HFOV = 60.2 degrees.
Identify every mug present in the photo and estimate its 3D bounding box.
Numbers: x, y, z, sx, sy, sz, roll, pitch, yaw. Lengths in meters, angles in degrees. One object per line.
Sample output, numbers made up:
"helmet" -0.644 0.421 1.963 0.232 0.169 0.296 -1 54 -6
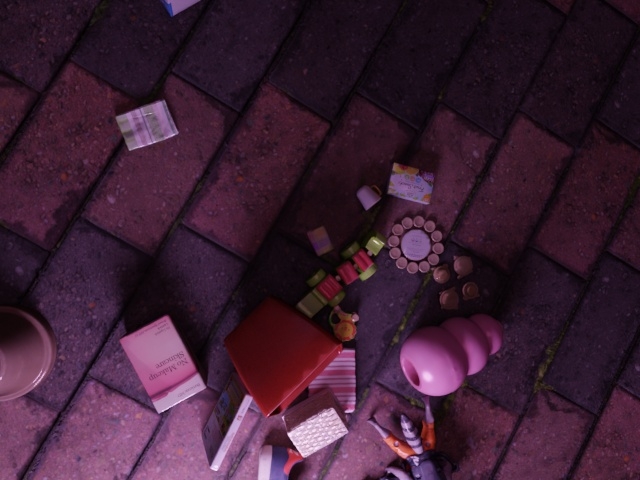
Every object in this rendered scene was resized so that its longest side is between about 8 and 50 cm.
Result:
"mug" 0.147 -0.137 1.703 0.062 0.078 0.064 -42 86 24

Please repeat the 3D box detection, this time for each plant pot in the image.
"plant pot" -0.849 0.299 1.416 0.263 0.229 0.263 0 88 -9
"plant pot" -0.114 0.306 1.538 0.267 0.267 0.236 -44 77 -9

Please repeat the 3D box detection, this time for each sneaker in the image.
"sneaker" -0.115 0.773 1.583 0.148 0.131 0.350 6 87 -6

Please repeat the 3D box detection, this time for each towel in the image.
"towel" -0.503 -0.336 1.600 0.152 0.023 0.113 -22 92 -10
"towel" 0.000 0.000 1.689 0.060 0.009 0.083 -26 94 -11
"towel" 0.034 0.423 1.676 0.144 0.029 0.197 1 88 -8

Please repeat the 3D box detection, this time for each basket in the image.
"basket" -0.013 0.528 1.602 0.167 0.103 0.113 -31 106 0

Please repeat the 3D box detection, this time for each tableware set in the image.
"tableware set" 0.431 0.134 1.759 0.141 0.020 0.168 -15 91 -10

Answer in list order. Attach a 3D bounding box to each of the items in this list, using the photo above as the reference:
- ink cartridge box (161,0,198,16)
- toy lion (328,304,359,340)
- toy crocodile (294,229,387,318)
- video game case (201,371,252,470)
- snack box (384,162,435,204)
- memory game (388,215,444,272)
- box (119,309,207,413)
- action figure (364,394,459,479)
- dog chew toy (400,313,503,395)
"ink cartridge box" -0.424 -0.801 1.553 0.168 0.171 0.232 -35 94 -10
"toy lion" 0.067 0.255 1.685 0.100 0.034 0.096 25 92 -8
"toy crocodile" 0.066 0.102 1.649 0.340 0.105 0.115 -40 95 -9
"video game case" -0.260 0.486 1.517 0.026 0.227 0.206 28 84 -16
"snack box" 0.281 -0.178 1.731 0.141 0.037 0.100 13 87 -10
"memory game" 0.301 0.013 1.742 0.186 0.012 0.186 0 88 -11
"box" -0.433 0.333 1.541 0.149 0.127 0.232 -28 93 -10
"action figure" 0.255 0.673 1.637 0.341 0.178 0.330 -21 83 -12
"dog chew toy" 0.408 0.325 1.666 0.332 0.206 0.206 -23 93 -19
